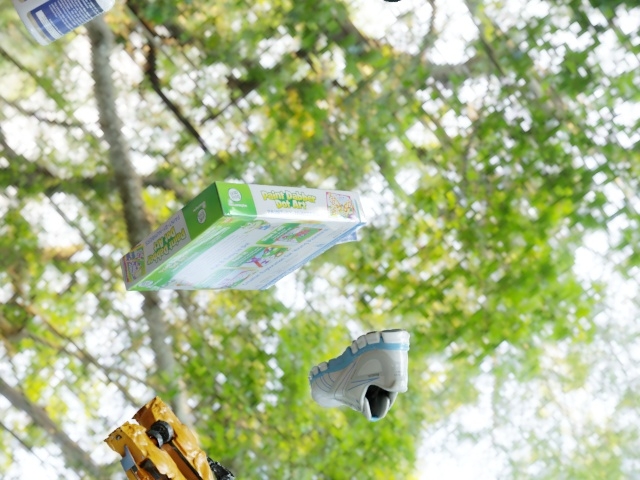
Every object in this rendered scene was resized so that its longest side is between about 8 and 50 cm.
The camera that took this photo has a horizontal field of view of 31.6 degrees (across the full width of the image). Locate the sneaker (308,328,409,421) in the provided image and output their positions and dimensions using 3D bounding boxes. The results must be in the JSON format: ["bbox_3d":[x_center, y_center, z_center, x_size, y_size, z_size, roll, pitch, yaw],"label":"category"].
[{"bbox_3d":[0.041,0.167,1.262,0.191,0.071,0.083,133,-46,-56],"label":"sneaker"}]

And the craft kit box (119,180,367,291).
[{"bbox_3d":[-0.107,0.001,1.551,0.246,0.061,0.250,-1,157,-43],"label":"craft kit box"}]

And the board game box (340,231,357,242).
[{"bbox_3d":[0.000,0.000,1.916,0.090,0.020,0.090,-6,177,-33],"label":"board game box"}]

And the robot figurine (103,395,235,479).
[{"bbox_3d":[-0.269,0.446,2.132,0.085,0.291,0.211,-36,180,29],"label":"robot figurine"}]

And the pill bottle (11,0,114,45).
[{"bbox_3d":[-0.371,-0.374,1.707,0.169,0.094,0.094,-28,-159,4],"label":"pill bottle"}]

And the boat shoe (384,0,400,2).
[{"bbox_3d":[0.045,-0.339,1.129,0.114,0.302,0.091,15,-119,25],"label":"boat shoe"}]
